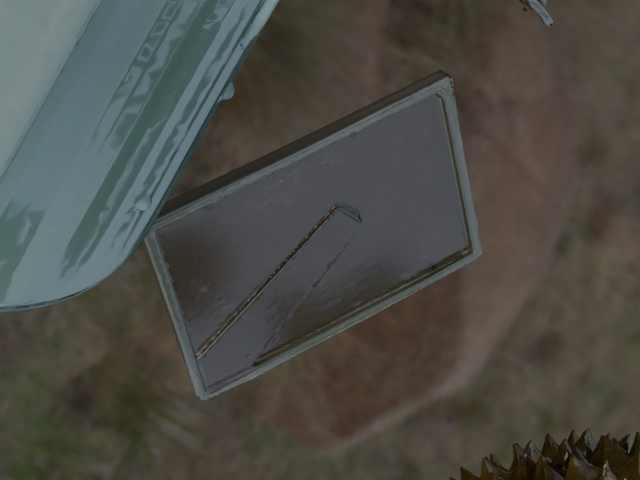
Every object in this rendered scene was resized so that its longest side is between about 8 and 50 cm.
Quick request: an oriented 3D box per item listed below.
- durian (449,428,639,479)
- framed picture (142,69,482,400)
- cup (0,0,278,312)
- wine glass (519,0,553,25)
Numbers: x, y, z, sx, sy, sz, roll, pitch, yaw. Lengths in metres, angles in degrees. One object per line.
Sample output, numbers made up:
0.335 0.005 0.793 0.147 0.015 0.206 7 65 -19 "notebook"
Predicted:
0.148 0.206 1.285 0.260 0.154 0.186 -37 179 -25 "durian"
0.000 0.000 1.476 0.260 0.023 0.189 -27 134 -12 "framed picture"
-0.136 -0.153 0.990 0.310 0.401 0.392 4 139 -36 "cup"
0.223 -0.250 1.643 0.155 0.072 0.072 -43 164 4 "wine glass"
